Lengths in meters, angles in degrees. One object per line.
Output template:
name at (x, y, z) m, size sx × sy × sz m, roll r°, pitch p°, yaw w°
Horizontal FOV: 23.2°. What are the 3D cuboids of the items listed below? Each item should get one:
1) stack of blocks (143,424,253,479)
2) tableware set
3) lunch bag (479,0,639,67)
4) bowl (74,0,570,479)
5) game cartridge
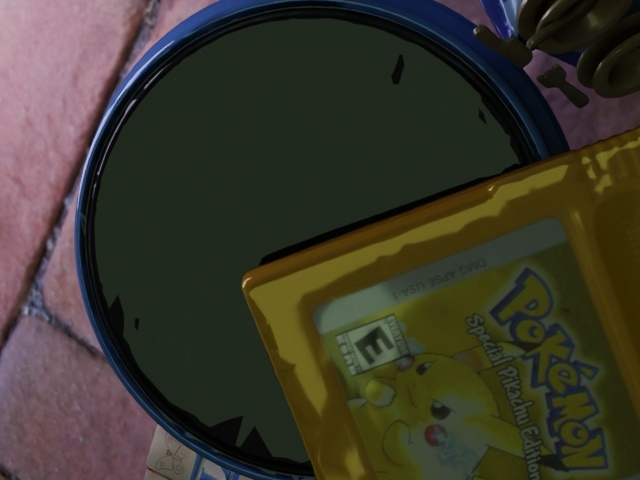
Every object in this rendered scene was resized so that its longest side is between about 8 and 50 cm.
stack of blocks at (-0.026, 0.121, 1.293) m, size 0.171 × 0.087 × 0.297 m, roll 23°, pitch 103°, yaw 23°
tableware set at (0.206, -0.143, 1.099) m, size 0.128 × 0.194 × 0.039 m, roll -37°, pitch 61°, yaw 19°
lunch bag at (0.174, -0.310, 1.156) m, size 0.221 × 0.138 × 0.293 m, roll -41°, pitch 66°, yaw 26°
bowl at (0.000, 0.000, 1.163) m, size 0.391 × 0.077 × 0.391 m, roll 1°, pitch 98°, yaw 9°
game cartridge at (0.142, 0.099, 1.089) m, size 0.323 × 0.052 × 0.285 m, roll -21°, pitch 95°, yaw 13°
